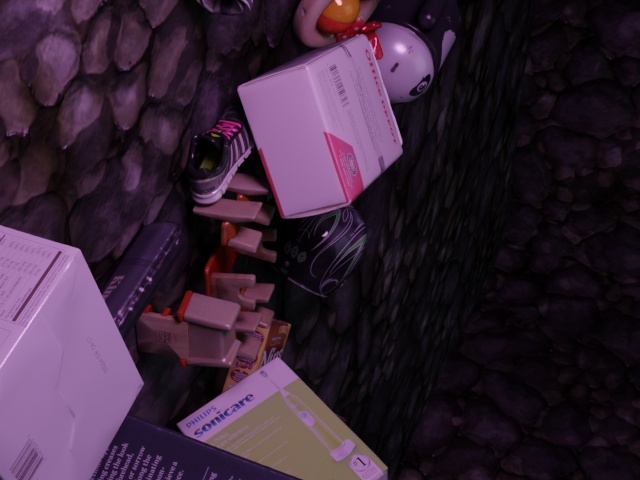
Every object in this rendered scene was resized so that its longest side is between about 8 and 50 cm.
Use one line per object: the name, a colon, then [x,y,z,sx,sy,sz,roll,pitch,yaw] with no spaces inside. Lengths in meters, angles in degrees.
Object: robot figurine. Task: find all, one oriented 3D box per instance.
robot figurine: [0.160,-0.376,1.944,0.278,0.174,0.209,-61,150,-35]

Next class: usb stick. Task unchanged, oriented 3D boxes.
usb stick: [-0.253,0.084,1.296,0.045,0.077,0.278,59,46,-37]

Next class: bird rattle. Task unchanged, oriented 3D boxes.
bird rattle: [0.037,-0.379,1.687,0.207,0.143,0.253,-17,161,-41]

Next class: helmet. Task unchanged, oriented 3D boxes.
helmet: [0.000,0.000,1.818,0.161,0.169,0.169,-58,162,5]

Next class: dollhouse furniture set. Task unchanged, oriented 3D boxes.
dollhouse furniture set: [-0.158,0.062,1.528,0.259,0.135,0.262,-68,164,-53]

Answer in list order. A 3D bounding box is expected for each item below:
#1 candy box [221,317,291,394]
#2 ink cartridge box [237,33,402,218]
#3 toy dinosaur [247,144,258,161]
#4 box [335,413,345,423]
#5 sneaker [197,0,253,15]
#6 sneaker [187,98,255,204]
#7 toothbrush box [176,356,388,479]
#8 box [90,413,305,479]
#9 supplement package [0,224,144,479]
candy box: [-0.116,0.223,1.840,0.109,0.053,0.186,28,77,-70]
ink cartridge box: [0.010,-0.176,1.571,0.283,0.117,0.207,-45,118,-63]
toy dinosaur: [-0.066,-0.154,1.685,0.211,0.064,0.112,6,112,-61]
box: [-0.097,0.490,1.942,0.381,0.143,0.191,-57,165,-45]
sneaker: [-0.092,-0.361,1.347,0.226,0.086,0.163,4,90,-61]
sneaker: [-0.138,-0.136,1.460,0.075,0.063,0.170,72,39,-59]
toothbrush box: [-0.059,0.353,1.655,0.206,0.283,0.122,-33,144,-23]
box: [-0.148,0.378,1.331,0.293,0.396,0.212,59,51,-64]
supplement package: [-0.314,0.143,1.052,0.262,0.145,0.204,80,31,-52]
